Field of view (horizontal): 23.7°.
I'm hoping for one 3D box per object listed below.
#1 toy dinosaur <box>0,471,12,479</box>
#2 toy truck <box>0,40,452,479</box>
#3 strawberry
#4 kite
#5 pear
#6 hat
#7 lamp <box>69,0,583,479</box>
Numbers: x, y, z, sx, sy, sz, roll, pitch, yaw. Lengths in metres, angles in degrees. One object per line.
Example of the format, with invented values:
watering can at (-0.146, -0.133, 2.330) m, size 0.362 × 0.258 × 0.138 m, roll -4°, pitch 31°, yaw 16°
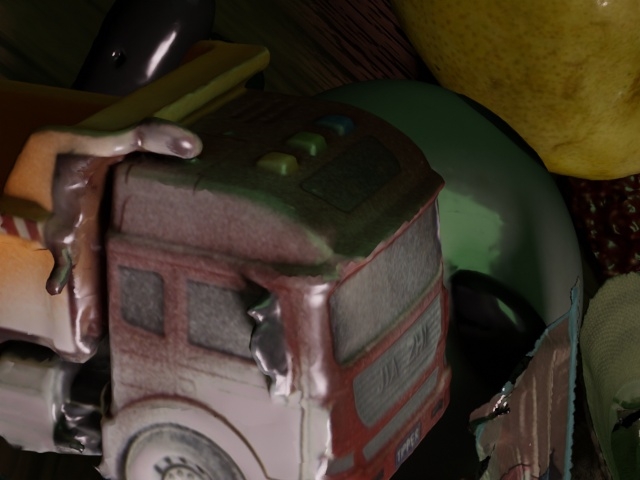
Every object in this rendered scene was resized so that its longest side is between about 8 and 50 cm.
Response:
toy dinosaur at (-0.038, 0.207, 0.593) m, size 0.147 × 0.076 × 0.363 m, roll -40°, pitch 109°, yaw -42°
toy truck at (-0.093, 0.000, 0.501) m, size 0.114 × 0.270 × 0.135 m, roll -41°, pitch 135°, yaw -53°
strawberry at (0.295, 0.027, 1.105) m, size 0.286 × 0.106 × 0.188 m, roll 47°, pitch 38°, yaw -24°
kite at (0.021, 0.205, 0.547) m, size 0.368 × 0.014 × 0.406 m, roll 42°, pitch 69°, yaw -52°
pear at (0.168, -0.203, 0.935) m, size 0.304 × 0.304 × 0.304 m, roll 30°, pitch 49°, yaw -40°
hat at (0.195, 0.152, 0.900) m, size 0.252 × 0.110 × 0.252 m, roll 28°, pitch 44°, yaw -31°
lamp at (0.000, 0.000, 0.665) m, size 0.244 × 0.197 × 0.198 m, roll 41°, pitch 34°, yaw 11°
